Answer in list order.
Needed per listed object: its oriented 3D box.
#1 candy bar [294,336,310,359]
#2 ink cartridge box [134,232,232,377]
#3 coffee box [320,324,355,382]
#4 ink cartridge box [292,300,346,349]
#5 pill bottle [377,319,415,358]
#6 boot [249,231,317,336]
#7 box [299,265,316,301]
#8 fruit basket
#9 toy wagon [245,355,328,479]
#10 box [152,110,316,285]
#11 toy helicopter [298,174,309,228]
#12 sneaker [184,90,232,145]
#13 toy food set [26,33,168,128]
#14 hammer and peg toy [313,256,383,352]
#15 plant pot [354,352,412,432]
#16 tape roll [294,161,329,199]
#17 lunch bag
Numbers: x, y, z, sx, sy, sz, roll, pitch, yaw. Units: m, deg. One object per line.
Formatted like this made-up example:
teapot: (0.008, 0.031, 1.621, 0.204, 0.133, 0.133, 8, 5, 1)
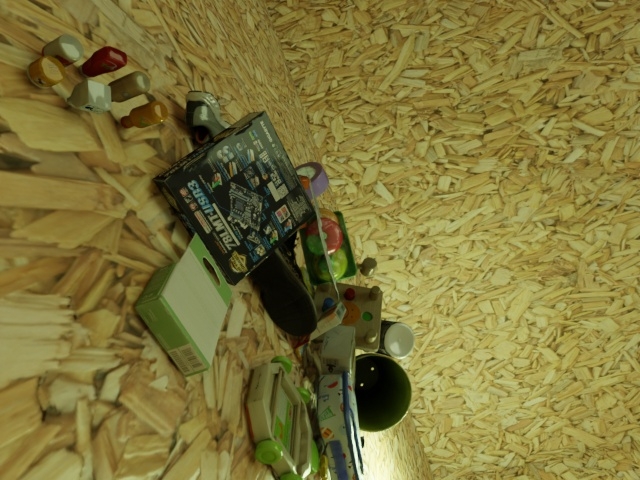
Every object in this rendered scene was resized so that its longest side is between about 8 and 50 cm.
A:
candy bar: (-0.057, 0.346, 1.427, 0.161, 0.018, 0.040, -32, 102, -79)
ink cartridge box: (-0.246, 0.113, 0.834, 0.235, 0.056, 0.171, -94, 161, -62)
coffee box: (0.061, 0.415, 1.433, 0.141, 0.098, 0.246, -71, 161, -55)
ink cartridge box: (-0.008, 0.268, 1.397, 0.045, 0.179, 0.145, 60, 12, 0)
pill bottle: (0.240, 0.367, 1.665, 0.246, 0.131, 0.130, -15, -85, 68)
boot: (-0.113, 0.077, 1.333, 0.377, 0.138, 0.284, 59, 15, -25)
box: (-0.052, 0.175, 1.667, 0.179, 0.043, 0.105, 54, 21, -51)
fruit basket: (0.000, 0.000, 1.345, 0.353, 0.166, 0.326, 56, 20, -69)
toy wagon: (-0.073, 0.460, 1.050, 0.267, 0.068, 0.344, -86, 155, -62)
box: (-0.179, -0.098, 1.013, 0.073, 0.293, 0.295, 13, -42, 48)
toy helicopter: (-0.183, -0.141, 1.288, 0.355, 0.235, 0.140, -136, -132, -65)
sneaker: (-0.296, -0.290, 1.203, 0.271, 0.101, 0.107, 52, 46, -66)
toy food set: (-0.391, -0.266, 0.754, 0.232, 0.105, 0.111, -2, 86, -59)
hammer and peg toy: (0.096, 0.227, 1.626, 0.127, 0.266, 0.361, 98, 2, -50)
plant pot: (0.182, 0.554, 1.702, 0.293, 0.275, 0.274, 128, -56, -85)
tape roll: (-0.063, -0.262, 1.951, 0.189, 0.189, 0.080, -95, 161, -50)
lunch bag: (0.062, 0.562, 1.282, 0.243, 0.115, 0.303, -91, 170, -67)
